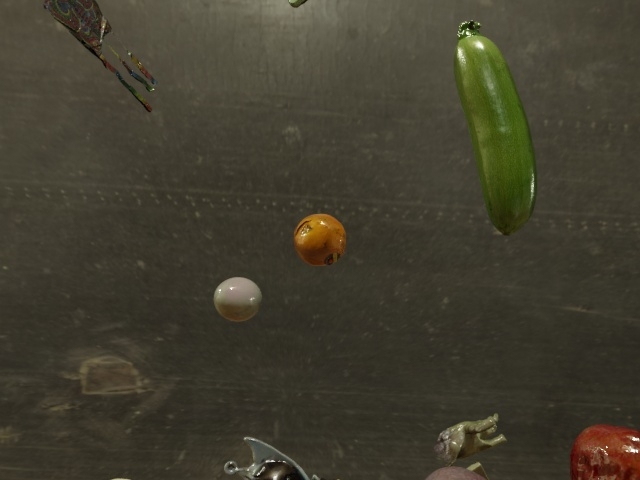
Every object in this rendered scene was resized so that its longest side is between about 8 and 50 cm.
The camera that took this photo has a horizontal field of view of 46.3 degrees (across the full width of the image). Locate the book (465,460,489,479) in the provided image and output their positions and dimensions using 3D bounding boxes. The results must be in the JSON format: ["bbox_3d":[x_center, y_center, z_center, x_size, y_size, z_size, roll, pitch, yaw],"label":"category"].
[{"bbox_3d":[0.319,0.640,1.698,0.215,0.025,0.282,-31,123,-6],"label":"book"}]

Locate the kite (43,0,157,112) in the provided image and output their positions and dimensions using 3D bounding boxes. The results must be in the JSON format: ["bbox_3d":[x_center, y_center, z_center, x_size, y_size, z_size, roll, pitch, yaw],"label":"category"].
[{"bbox_3d":[-0.396,-0.363,1.376,0.015,0.285,0.152,-20,40,24],"label":"kite"}]

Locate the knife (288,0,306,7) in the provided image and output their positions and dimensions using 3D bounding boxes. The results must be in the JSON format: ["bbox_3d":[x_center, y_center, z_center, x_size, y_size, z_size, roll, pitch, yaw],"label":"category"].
[{"bbox_3d":[0.071,-0.362,0.840,0.293,0.020,0.043,-42,59,-4],"label":"knife"}]

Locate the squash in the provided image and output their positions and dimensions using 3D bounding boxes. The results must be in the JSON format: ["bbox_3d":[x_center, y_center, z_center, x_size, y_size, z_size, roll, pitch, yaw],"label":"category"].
[{"bbox_3d":[0.313,-0.206,1.331,0.107,0.107,0.395,-12,83,-5],"label":"squash"}]

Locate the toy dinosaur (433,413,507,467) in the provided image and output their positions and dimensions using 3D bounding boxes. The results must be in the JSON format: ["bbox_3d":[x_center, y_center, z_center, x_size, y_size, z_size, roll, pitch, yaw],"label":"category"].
[{"bbox_3d":[0.340,0.455,1.723,0.162,0.294,0.077,-26,74,11],"label":"toy dinosaur"}]

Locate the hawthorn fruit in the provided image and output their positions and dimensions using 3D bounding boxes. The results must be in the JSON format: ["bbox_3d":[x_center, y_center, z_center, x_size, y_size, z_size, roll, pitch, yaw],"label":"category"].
[{"bbox_3d":[0.575,0.478,1.377,0.230,0.210,0.266,5,86,39],"label":"hawthorn fruit"}]

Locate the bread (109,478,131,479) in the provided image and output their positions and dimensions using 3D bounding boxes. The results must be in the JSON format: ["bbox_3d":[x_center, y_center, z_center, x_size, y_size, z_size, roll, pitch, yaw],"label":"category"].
[{"bbox_3d":[-0.309,0.466,1.154,0.251,0.039,0.182,-37,78,11],"label":"bread"}]

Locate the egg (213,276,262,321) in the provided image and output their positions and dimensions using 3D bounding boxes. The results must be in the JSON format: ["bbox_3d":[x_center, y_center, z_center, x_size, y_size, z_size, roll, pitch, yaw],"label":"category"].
[{"bbox_3d":[-0.191,0.136,1.734,0.103,0.135,0.103,-3,83,25],"label":"egg"}]

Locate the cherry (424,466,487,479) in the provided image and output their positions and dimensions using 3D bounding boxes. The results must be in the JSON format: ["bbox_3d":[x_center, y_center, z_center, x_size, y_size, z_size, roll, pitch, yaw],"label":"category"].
[{"bbox_3d":[0.222,0.440,1.186,0.140,0.176,0.176,-10,79,0],"label":"cherry"}]

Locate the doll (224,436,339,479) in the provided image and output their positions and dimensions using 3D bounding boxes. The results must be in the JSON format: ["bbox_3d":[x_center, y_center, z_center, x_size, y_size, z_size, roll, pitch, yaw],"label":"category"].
[{"bbox_3d":[-0.065,0.556,1.666,0.316,0.103,0.145,21,102,5],"label":"doll"}]

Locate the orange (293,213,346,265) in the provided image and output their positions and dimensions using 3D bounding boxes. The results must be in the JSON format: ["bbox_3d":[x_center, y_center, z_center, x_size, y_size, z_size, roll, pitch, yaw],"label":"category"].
[{"bbox_3d":[0.000,-0.001,1.145,0.083,0.083,0.083,0,78,-2],"label":"orange"}]
